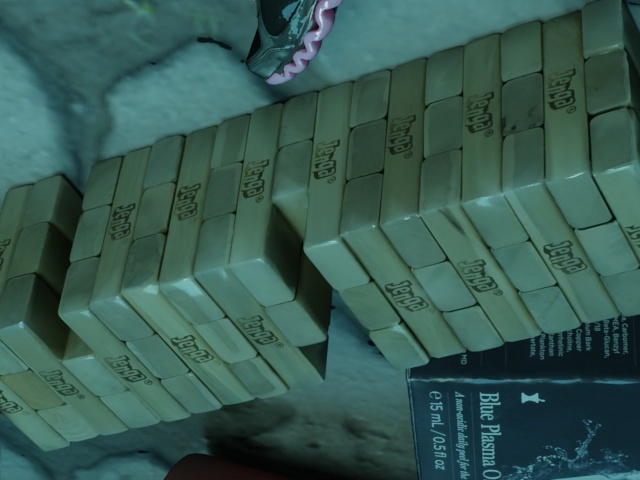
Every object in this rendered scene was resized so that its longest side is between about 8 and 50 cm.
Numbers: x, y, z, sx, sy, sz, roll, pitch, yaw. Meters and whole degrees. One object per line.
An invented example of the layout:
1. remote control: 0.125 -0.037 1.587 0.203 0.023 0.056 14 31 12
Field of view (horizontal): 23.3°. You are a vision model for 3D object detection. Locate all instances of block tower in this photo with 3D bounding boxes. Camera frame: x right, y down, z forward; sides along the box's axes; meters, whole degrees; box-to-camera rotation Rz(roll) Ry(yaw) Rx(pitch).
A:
1. block tower: 0.000 0.000 0.658 0.335 0.091 0.097 -14 137 23

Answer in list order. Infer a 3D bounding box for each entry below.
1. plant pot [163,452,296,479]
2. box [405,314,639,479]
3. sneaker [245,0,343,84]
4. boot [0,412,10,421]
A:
1. plant pot: 0.027 0.262 0.811 0.243 0.275 0.275 8 141 10
2. box: 0.124 0.073 0.727 0.158 0.093 0.156 -1 140 8
3. sneaker: -0.011 -0.110 0.567 0.057 0.047 0.119 21 132 -7
4. boot: -0.193 0.070 0.814 0.118 0.042 0.087 -8 147 28
